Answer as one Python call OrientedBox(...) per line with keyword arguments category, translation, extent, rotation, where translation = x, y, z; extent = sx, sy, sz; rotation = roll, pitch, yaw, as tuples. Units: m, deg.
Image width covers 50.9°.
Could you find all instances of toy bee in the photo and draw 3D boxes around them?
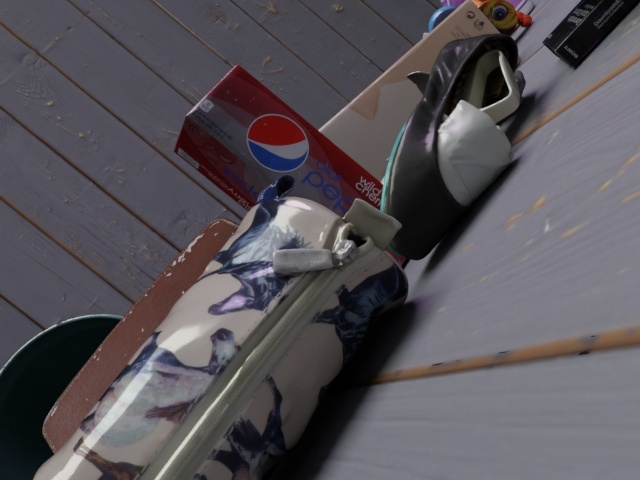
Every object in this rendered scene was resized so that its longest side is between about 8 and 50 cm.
OrientedBox(category="toy bee", translation=(0.279, -0.358, 1.163), extent=(0.298, 0.162, 0.195), rotation=(116, 155, -47))

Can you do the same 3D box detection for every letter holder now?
OrientedBox(category="letter holder", translation=(-0.166, 0.128, 0.781), extent=(0.302, 0.152, 0.214), rotation=(-51, 40, -12))

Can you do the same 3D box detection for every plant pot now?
OrientedBox(category="plant pot", translation=(-0.303, 0.276, 0.966), extent=(0.293, 0.293, 0.196), rotation=(-52, -22, -17))

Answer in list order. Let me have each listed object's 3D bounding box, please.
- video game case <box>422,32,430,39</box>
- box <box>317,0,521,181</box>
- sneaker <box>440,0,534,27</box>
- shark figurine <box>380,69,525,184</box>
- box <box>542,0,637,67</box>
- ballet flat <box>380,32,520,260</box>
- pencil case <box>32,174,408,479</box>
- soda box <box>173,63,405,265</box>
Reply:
OrientedBox(category="video game case", translation=(0.206, -0.283, 1.137), extent=(0.011, 0.087, 0.122), rotation=(-24, -53, -44))
OrientedBox(category="box", translation=(0.129, -0.196, 1.002), extent=(0.311, 0.121, 0.148), rotation=(-43, 4, -12))
OrientedBox(category="sneaker", translation=(0.275, -0.412, 1.362), extent=(0.282, 0.161, 0.102), rotation=(-51, 6, 16))
OrientedBox(category="shark figurine", translation=(0.127, -0.144, 0.841), extent=(0.278, 0.116, 0.166), rotation=(-39, 7, 30))
OrientedBox(category="box", translation=(0.292, -0.247, 0.665), extent=(0.162, 0.029, 0.116), rotation=(-50, 4, 23))
OrientedBox(category="ballet flat", translation=(0.132, -0.107, 0.630), extent=(0.096, 0.095, 0.280), rotation=(-14, 43, 40))
OrientedBox(category="pencil case", translation=(-0.090, 0.138, 0.488), extent=(0.410, 0.160, 0.183), rotation=(-53, -10, -31))
OrientedBox(category="soda box", translation=(-0.021, -0.057, 0.711), extent=(0.092, 0.263, 0.083), rotation=(-52, 5, -29))
